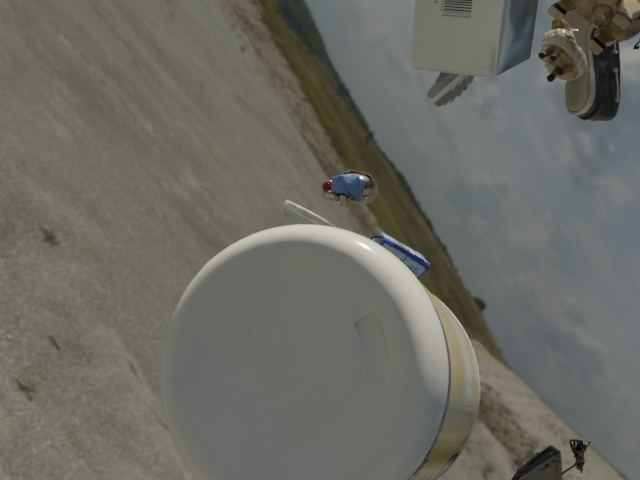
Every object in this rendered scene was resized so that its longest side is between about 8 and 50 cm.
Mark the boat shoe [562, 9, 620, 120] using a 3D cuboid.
[{"bbox_3d":[0.588,-0.411,1.582,0.112,0.095,0.335,159,-60,-63],"label":"boat shoe"}]

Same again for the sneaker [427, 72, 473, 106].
[{"bbox_3d":[0.323,-0.434,1.711,0.115,0.281,0.105,35,-10,10],"label":"sneaker"}]

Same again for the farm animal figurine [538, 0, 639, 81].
[{"bbox_3d":[0.495,-0.494,1.344,0.327,0.172,0.330,54,-38,-8],"label":"farm animal figurine"}]

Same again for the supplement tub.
[{"bbox_3d":[0.024,0.135,0.711,0.241,0.241,0.331,65,11,21],"label":"supplement tub"}]

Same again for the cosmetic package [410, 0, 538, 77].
[{"bbox_3d":[0.248,-0.382,1.128,0.225,0.138,0.224,-37,134,-56],"label":"cosmetic package"}]

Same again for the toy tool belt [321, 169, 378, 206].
[{"bbox_3d":[0.036,-0.073,1.028,0.051,0.083,0.052,-13,108,-71],"label":"toy tool belt"}]

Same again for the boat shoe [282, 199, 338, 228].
[{"bbox_3d":[0.000,0.000,1.205,0.184,0.063,0.066,35,-2,-38],"label":"boat shoe"}]

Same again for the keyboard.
[{"bbox_3d":[0.511,0.526,1.637,0.033,0.201,0.317,56,-7,39],"label":"keyboard"}]

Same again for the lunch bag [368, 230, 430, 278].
[{"bbox_3d":[0.167,0.046,1.701,0.129,0.096,0.151,29,-21,-11],"label":"lunch bag"}]
